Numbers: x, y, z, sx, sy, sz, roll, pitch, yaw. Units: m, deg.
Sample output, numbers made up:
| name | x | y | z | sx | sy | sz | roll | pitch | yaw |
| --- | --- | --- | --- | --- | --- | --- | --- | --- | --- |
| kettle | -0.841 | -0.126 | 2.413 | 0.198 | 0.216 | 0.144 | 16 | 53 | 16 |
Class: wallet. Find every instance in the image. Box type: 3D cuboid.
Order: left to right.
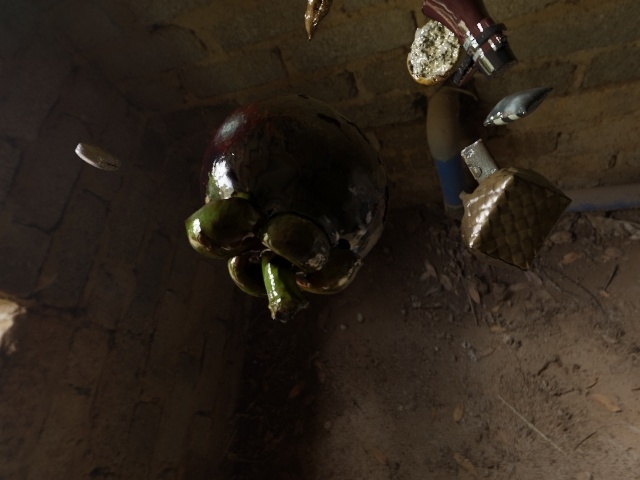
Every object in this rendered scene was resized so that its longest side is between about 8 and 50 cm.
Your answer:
| name | x | y | z | sx | sy | sz | roll | pitch | yaw |
| --- | --- | --- | --- | --- | --- | --- | --- | --- | --- |
| wallet | 0.719 | -0.320 | 1.791 | 0.122 | 0.031 | 0.232 | -35 | 84 | 47 |

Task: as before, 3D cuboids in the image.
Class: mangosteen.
| name | x | y | z | sx | sy | sz | roll | pitch | yaw |
| --- | --- | --- | --- | --- | --- | --- | --- | --- | --- |
| mangosteen | -0.049 | -0.063 | 0.650 | 0.331 | 0.330 | 0.329 | -11 | 59 | 20 |

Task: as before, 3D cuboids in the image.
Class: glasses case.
| name | x | y | z | sx | sy | sz | roll | pitch | yaw |
| --- | --- | --- | --- | --- | --- | --- | --- | --- | --- |
| glasses case | -0.259 | -0.097 | 0.478 | 0.021 | 0.032 | 0.083 | -56 | 12 | -2 |

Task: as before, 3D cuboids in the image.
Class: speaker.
| name | x | y | z | sx | sy | sz | roll | pitch | yaw |
| --- | --- | --- | --- | --- | --- | --- | --- | --- | --- |
| speaker | 0.449 | -0.632 | 1.284 | 0.259 | 0.198 | 0.329 | -31 | 80 | 55 |

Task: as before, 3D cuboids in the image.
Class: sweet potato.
| name | x | y | z | sx | sy | sz | roll | pitch | yaw |
| --- | --- | --- | --- | --- | --- | --- | --- | --- | --- |
| sweet potato | -0.001 | -0.594 | 1.020 | 0.060 | 0.206 | 0.068 | -31 | 76 | -34 |

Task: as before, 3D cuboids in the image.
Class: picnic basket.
| name | x | y | z | sx | sy | sz | roll | pitch | yaw |
| --- | --- | --- | --- | --- | --- | --- | --- | --- | --- |
| picnic basket | 0.618 | -0.092 | 1.389 | 0.293 | 0.337 | 0.336 | 22 | 70 | -7 |

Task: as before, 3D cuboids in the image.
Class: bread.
| name | x | y | z | sx | sy | sz | roll | pitch | yaw |
| --- | --- | --- | --- | --- | --- | --- | --- | --- | --- |
| bread | 0.527 | -0.845 | 1.853 | 0.274 | 0.149 | 0.273 | 11 | 105 | 46 |

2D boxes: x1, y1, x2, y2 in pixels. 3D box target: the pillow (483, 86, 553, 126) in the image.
| name | x | y | z | sx | sy | sz | roll | pitch | yaw |
| --- | --- | --- | --- | --- | --- | --- | --- | --- | --- |
| pillow | 0.848 | -0.580 | 1.766 | 0.186 | 0.106 | 0.250 | -42 | 14 | -13 |
